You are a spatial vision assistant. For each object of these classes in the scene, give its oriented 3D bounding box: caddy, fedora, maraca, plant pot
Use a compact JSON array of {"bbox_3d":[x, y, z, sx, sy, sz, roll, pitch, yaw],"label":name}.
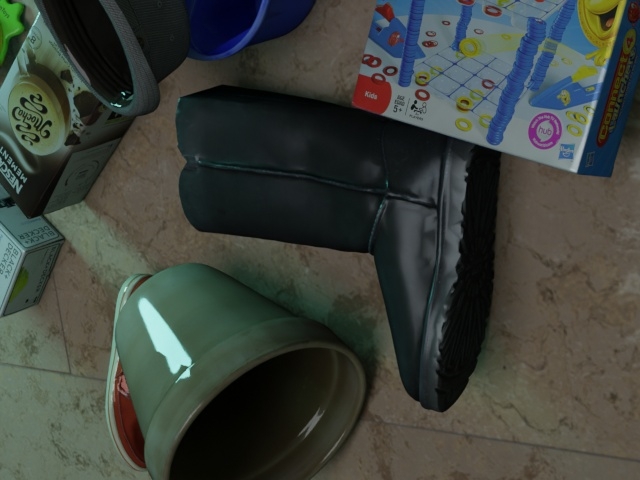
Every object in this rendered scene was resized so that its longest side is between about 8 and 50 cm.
[{"bbox_3d":[-0.119,-0.398,1.488,0.241,0.179,0.341,36,123,24],"label":"caddy"},{"bbox_3d":[-0.255,-0.293,1.462,0.243,0.124,0.275,18,139,53],"label":"fedora"},{"bbox_3d":[-0.555,-0.328,1.897,0.186,0.099,0.127,-46,76,10],"label":"maraca"},{"bbox_3d":[-0.142,0.185,1.645,0.280,0.323,0.323,46,129,38],"label":"plant pot"}]

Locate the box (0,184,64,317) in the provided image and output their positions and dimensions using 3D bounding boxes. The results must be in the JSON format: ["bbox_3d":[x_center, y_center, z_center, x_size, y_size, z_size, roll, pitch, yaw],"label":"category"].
[{"bbox_3d":[-0.585,-0.027,2.019,0.290,0.087,0.169,44,126,17],"label":"box"}]

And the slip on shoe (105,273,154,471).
[{"bbox_3d":[-0.265,0.218,1.844,0.101,0.123,0.331,15,108,29],"label":"slip on shoe"}]

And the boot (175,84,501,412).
[{"bbox_3d":[0.000,-0.002,1.537,0.445,0.146,0.367,11,99,28],"label":"boot"}]

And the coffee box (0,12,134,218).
[{"bbox_3d":[-0.399,-0.197,1.802,0.168,0.119,0.297,49,127,13],"label":"coffee box"}]

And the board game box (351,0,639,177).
[{"bbox_3d":[0.209,-0.255,1.288,0.308,0.086,0.302,21,103,35],"label":"board game box"}]
